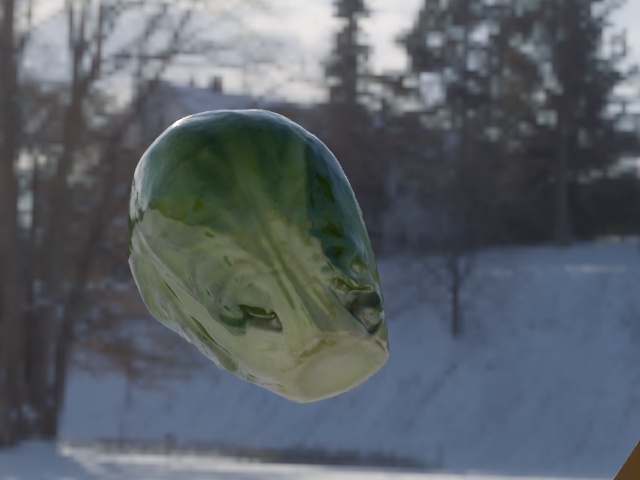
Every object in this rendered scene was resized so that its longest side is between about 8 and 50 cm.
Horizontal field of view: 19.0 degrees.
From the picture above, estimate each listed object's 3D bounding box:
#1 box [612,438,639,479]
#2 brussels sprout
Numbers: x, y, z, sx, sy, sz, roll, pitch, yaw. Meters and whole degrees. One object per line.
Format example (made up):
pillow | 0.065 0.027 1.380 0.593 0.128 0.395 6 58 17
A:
box | 0.353 0.259 1.767 0.237 0.152 0.070 23 13 -46
brussels sprout | -0.052 0.018 1.697 0.210 0.271 0.219 -21 -24 -24
